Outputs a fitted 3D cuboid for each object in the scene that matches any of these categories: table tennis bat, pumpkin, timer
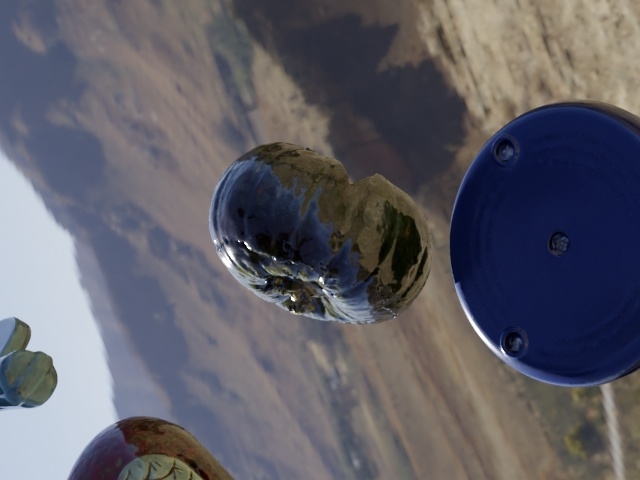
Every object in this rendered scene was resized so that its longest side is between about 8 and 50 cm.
[{"bbox_3d":[-0.251,0.109,0.951,0.040,0.153,0.244,44,149,-18],"label":"table tennis bat"},{"bbox_3d":[-0.002,0.002,1.366,0.238,0.159,0.238,26,165,8],"label":"pumpkin"},{"bbox_3d":[0.346,0.005,1.366,0.270,0.383,0.270,-1,89,43],"label":"timer"}]

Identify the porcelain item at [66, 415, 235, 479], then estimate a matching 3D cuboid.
[{"bbox_3d":[-0.201,0.334,1.513,0.253,0.253,0.253,159,90,-83],"label":"porcelain item"}]
